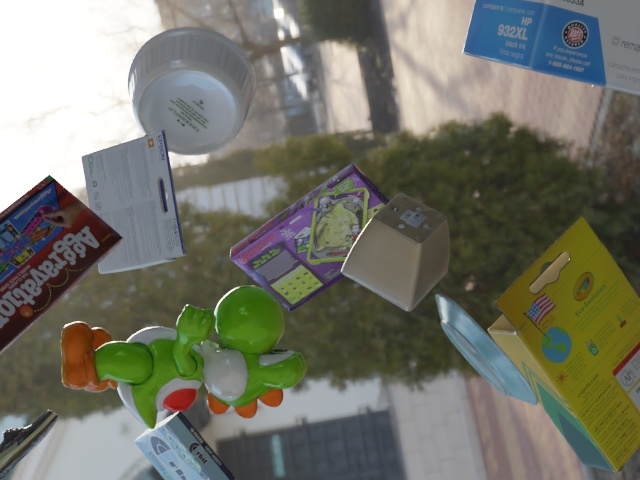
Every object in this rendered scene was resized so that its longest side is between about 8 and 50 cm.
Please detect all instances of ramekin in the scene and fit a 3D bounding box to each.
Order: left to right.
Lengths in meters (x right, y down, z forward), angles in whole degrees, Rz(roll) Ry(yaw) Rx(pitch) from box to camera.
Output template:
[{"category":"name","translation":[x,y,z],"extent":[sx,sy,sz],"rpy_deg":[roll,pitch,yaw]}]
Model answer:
[{"category":"ramekin","translation":[-0.271,-0.298,2.108],"extent":[0.127,0.273,0.273],"rpy_deg":[-94,-4,-52]}]

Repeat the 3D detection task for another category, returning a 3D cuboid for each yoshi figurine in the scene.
[{"category":"yoshi figurine","translation":[-0.202,0.150,1.557],"extent":[0.203,0.362,0.203],"rpy_deg":[-84,-8,-51]}]

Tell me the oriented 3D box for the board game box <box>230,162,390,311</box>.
[{"category":"board game box","translation":[0.000,0.000,2.193],"extent":[0.208,0.347,0.056],"rpy_deg":[42,-155,-33]}]

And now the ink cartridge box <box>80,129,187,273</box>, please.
[{"category":"ink cartridge box","translation":[-0.317,-0.064,1.769],"extent":[0.045,0.224,0.223],"rpy_deg":[-7,-93,-53]}]

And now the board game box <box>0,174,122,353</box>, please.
[{"category":"board game box","translation":[-0.414,0.033,1.394],"extent":[0.027,0.145,0.281],"rpy_deg":[-46,3,46]}]

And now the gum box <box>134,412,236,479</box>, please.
[{"category":"gum box","translation":[-0.249,0.397,1.833],"extent":[0.157,0.041,0.184],"rpy_deg":[52,145,-2]}]

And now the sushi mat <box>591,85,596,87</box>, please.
[{"category":"sushi mat","translation":[0.701,-0.401,2.168],"extent":[0.019,0.151,0.316],"rpy_deg":[57,171,0]}]

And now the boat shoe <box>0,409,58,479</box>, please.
[{"category":"boat shoe","translation":[-0.473,0.313,1.562],"extent":[0.049,0.152,0.056],"rpy_deg":[41,152,9]}]

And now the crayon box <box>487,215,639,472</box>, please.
[{"category":"crayon box","translation":[0.383,0.147,1.462],"extent":[0.318,0.202,0.081],"rpy_deg":[54,160,-13]}]

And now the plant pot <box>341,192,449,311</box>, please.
[{"category":"plant pot","translation":[0.106,0.005,1.304],"extent":[0.109,0.109,0.096],"rpy_deg":[-41,-28,-43]}]

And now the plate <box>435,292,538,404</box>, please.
[{"category":"plate","translation":[0.204,0.144,1.291],"extent":[0.188,0.024,0.188],"rpy_deg":[49,176,5]}]

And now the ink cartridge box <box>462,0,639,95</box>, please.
[{"category":"ink cartridge box","translation":[0.315,-0.331,1.126],"extent":[0.129,0.223,0.307],"rpy_deg":[33,113,59]}]
